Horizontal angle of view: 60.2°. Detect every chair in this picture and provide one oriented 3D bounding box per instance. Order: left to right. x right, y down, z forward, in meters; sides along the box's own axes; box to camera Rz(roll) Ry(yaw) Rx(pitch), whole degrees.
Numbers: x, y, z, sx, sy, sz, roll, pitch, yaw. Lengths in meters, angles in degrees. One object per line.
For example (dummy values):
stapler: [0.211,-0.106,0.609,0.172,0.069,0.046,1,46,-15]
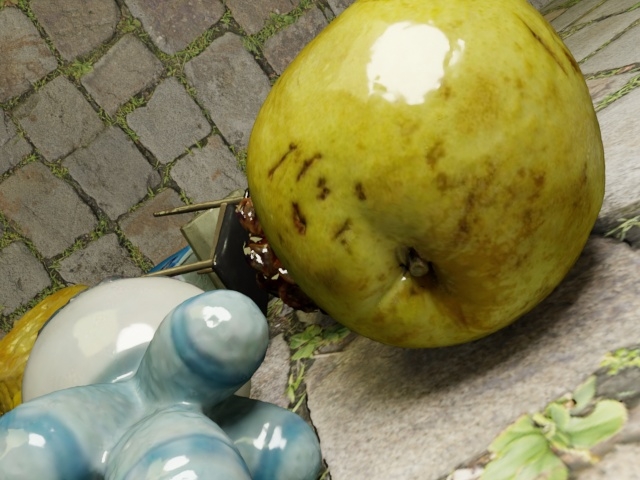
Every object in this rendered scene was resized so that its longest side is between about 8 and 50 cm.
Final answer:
chair: [-0.127,0.033,0.872,0.272,0.188,0.166,-13,43,15]

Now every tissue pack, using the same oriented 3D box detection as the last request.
tissue pack: [-0.340,0.119,1.293,0.263,0.146,0.198,-28,15,29]

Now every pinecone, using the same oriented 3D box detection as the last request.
pinecone: [0.000,0.000,0.719,0.221,0.221,0.221,-34,12,8]

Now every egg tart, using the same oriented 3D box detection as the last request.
egg tart: [-0.471,0.212,1.018,0.388,0.169,0.388,-25,34,18]

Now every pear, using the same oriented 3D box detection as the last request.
pear: [0.086,-0.054,0.481,0.304,0.304,0.304,-34,12,8]

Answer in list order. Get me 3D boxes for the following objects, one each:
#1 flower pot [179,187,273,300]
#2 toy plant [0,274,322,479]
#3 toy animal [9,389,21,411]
flower pot: [-0.156,0.013,1.090,0.212,0.202,0.212,-33,8,6]
toy plant: [-0.130,0.152,0.451,0.247,0.247,0.332,-39,17,-18]
toy animal: [-0.379,0.278,0.777,0.156,0.156,0.230,-32,37,17]
